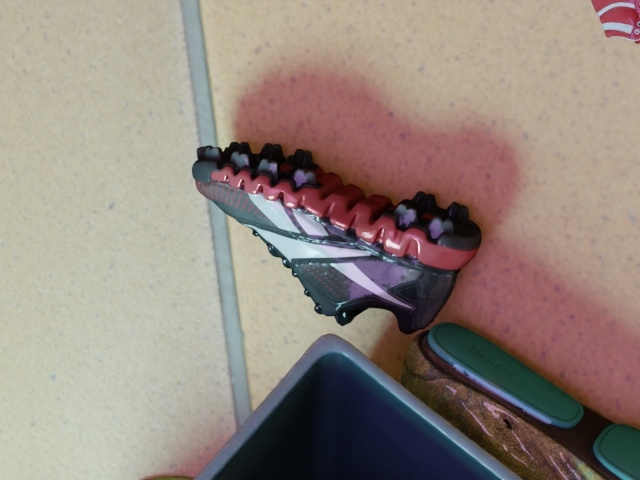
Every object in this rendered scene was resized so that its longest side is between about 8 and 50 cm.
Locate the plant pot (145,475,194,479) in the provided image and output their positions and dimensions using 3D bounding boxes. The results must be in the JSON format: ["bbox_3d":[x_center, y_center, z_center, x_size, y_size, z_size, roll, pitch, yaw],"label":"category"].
[{"bbox_3d":[-0.178,0.402,1.398,0.276,0.254,0.276,6,106,23],"label":"plant pot"}]

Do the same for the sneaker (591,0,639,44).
[{"bbox_3d":[0.271,-0.195,1.147,0.118,0.042,0.067,-14,94,35],"label":"sneaker"}]

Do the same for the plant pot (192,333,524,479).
[{"bbox_3d":[0.018,0.278,1.263,0.248,0.247,0.252,38,160,12],"label":"plant pot"}]

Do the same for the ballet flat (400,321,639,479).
[{"bbox_3d":[0.215,0.194,1.239,0.348,0.123,0.123,29,114,22],"label":"ballet flat"}]

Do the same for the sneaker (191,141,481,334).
[{"bbox_3d":[0.000,0.000,1.294,0.276,0.097,0.135,21,109,17],"label":"sneaker"}]
